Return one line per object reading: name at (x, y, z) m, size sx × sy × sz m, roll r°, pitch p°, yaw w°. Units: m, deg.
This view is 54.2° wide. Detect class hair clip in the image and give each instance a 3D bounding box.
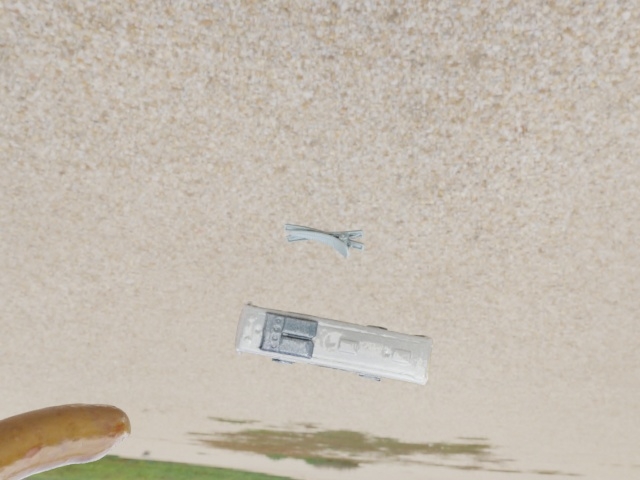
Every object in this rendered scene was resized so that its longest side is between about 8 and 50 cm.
hair clip at (0.000, -0.001, 0.843) m, size 0.115 × 0.030 × 0.039 m, roll 8°, pitch -154°, yaw 27°

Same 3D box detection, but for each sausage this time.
sausage at (-0.426, 0.315, 0.972) m, size 0.109 × 0.109 × 0.270 m, roll -16°, pitch 170°, yaw 40°

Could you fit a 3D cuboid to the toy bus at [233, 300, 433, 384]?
toy bus at (0.019, 0.182, 1.086) m, size 0.342 × 0.097 × 0.138 m, roll 10°, pitch 171°, yaw 4°
